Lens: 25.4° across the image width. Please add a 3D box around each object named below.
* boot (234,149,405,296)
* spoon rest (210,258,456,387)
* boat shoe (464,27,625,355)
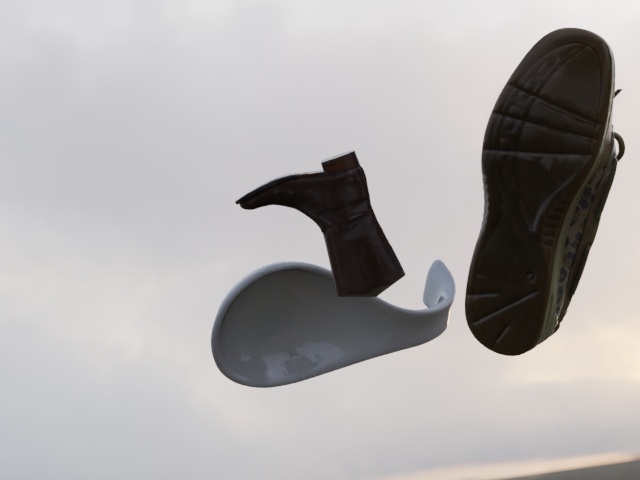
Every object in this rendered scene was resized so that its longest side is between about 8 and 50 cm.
[{"bbox_3d":[0.000,0.000,1.089,0.106,0.114,0.037,-18,8,14],"label":"boot"},{"bbox_3d":[0.021,0.072,1.366,0.276,0.137,0.084,-8,32,-31],"label":"spoon rest"},{"bbox_3d":[0.195,-0.043,1.221,0.104,0.285,0.089,24,19,31],"label":"boat shoe"}]
